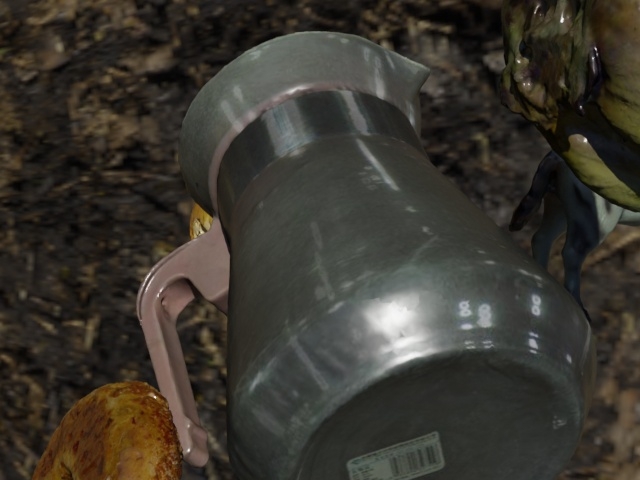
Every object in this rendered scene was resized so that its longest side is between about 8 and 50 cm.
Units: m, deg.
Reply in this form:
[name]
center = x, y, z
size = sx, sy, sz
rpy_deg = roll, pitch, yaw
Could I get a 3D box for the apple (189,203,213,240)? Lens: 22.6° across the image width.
[apple]
center = -0.071, -0.017, 1.707
size = 0.146, 0.146, 0.146
rpy_deg = 0, 91, -33

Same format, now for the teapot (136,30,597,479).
[teapot]
center = 0.011, 0.042, 1.146
size = 0.300, 0.344, 0.253
rpy_deg = -33, 133, 12

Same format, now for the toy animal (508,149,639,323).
[toy animal]
center = 0.270, -0.022, 1.269
size = 0.255, 0.090, 0.170
rpy_deg = -21, 112, -19

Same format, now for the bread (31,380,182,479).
[bread]
center = -0.157, 0.189, 1.117
size = 0.064, 0.193, 0.193
rpy_deg = 25, 77, -26

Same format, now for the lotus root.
[lotus root]
center = 0.156, -0.113, 0.911
size = 0.078, 0.203, 0.183
rpy_deg = -5, 135, -21
